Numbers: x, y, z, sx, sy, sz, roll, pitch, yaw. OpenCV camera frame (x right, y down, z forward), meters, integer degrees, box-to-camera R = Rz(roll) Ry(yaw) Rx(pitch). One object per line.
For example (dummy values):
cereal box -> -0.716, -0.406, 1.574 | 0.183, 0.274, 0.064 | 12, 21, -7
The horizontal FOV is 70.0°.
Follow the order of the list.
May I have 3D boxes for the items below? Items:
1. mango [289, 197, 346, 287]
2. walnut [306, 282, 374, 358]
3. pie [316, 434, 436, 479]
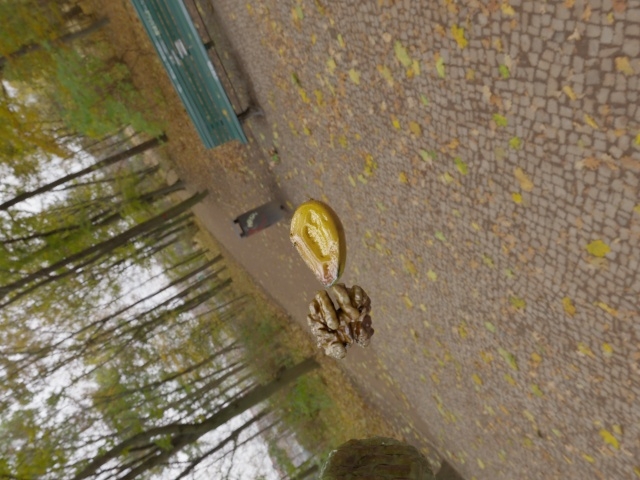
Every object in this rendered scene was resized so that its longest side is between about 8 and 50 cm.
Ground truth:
mango -> 0.000, 0.000, 0.863 | 0.066, 0.101, 0.187 | 34, -148, -62
walnut -> 0.051, 0.171, 0.948 | 0.170, 0.143, 0.069 | 69, 171, -25
pie -> 0.126, 0.558, 1.091 | 0.306, 0.306, 0.071 | 180, 81, -73
